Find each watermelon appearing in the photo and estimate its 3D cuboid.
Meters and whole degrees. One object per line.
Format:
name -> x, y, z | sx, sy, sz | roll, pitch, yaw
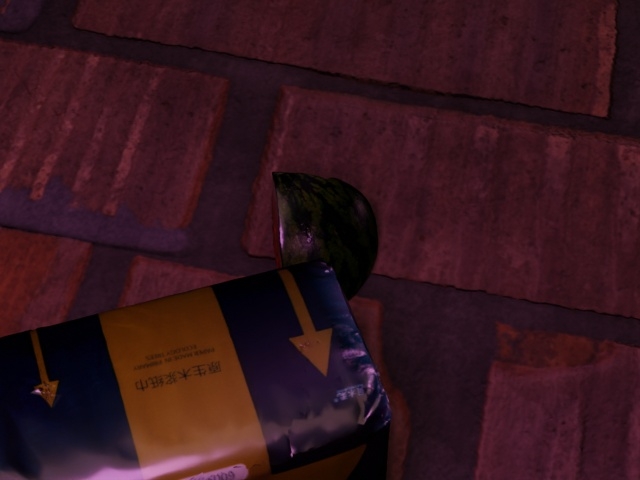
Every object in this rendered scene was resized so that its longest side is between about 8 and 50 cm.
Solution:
watermelon -> 0.012, 0.002, 1.753 | 0.145, 0.193, 0.137 | -5, 9, -9

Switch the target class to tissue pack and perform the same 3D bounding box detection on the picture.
tissue pack -> -0.148, 0.212, 1.489 | 0.417, 0.264, 0.253 | -14, 53, -14
